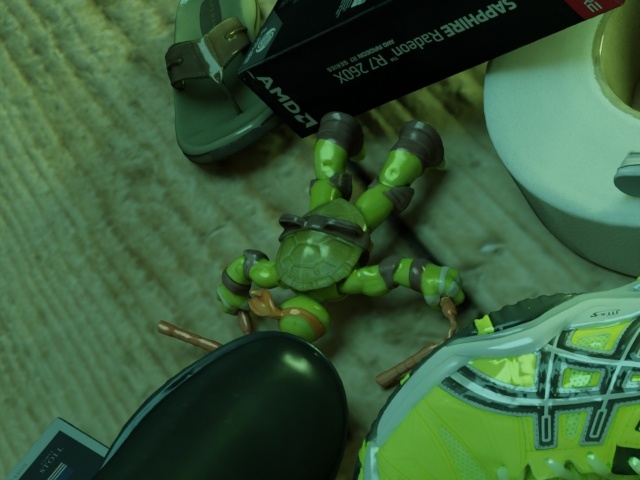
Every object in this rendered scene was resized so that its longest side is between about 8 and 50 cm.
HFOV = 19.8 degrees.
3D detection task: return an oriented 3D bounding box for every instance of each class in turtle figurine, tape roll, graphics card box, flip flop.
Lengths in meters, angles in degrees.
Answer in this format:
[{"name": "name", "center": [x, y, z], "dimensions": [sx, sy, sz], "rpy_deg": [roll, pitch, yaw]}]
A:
[{"name": "turtle figurine", "center": [0.000, 0.000, 1.417], "dimensions": [0.269, 0.087, 0.217], "rpy_deg": [-2, 51, 35]}, {"name": "tape roll", "center": [0.308, -0.141, 1.338], "dimensions": [0.392, 0.072, 0.392], "rpy_deg": [-20, 43, 19]}, {"name": "graphics card box", "center": [0.113, -0.234, 1.465], "dimensions": [0.371, 0.094, 0.233], "rpy_deg": [-19, 36, 46]}, {"name": "flip flop", "center": [-0.097, -0.169, 1.654], "dimensions": [0.112, 0.080, 0.277], "rpy_deg": [-25, 41, 14]}]

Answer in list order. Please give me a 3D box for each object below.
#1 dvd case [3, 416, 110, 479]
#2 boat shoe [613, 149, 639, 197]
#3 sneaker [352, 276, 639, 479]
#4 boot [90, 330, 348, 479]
[{"name": "dvd case", "center": [-0.184, 0.244, 1.366], "dimensions": [0.239, 0.029, 0.179], "rpy_deg": [22, 67, 46]}, {"name": "boat shoe", "center": [0.243, -0.049, 1.218], "dimensions": [0.100, 0.035, 0.035], "rpy_deg": [-1, 55, 44]}, {"name": "sneaker", "center": [0.190, 0.110, 1.131], "dimensions": [0.385, 0.145, 0.147], "rpy_deg": [-30, 40, 11]}, {"name": "boot", "center": [-0.078, 0.179, 1.064], "dimensions": [0.367, 0.146, 0.445], "rpy_deg": [-46, 1, -15]}]
